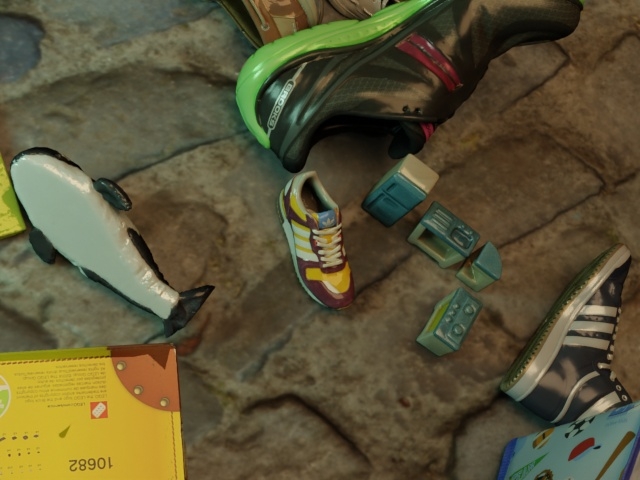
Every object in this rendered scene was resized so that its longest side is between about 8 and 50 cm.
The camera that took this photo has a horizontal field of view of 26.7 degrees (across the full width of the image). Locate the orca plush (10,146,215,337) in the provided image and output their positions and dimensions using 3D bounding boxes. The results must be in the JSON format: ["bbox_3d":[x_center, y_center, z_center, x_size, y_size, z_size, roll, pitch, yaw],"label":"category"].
[{"bbox_3d":[-0.251,-0.019,1.662,0.287,0.151,0.102,33,31,-5],"label":"orca plush"}]

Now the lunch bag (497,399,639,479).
[{"bbox_3d":[0.323,0.421,1.607,0.239,0.328,0.385,35,60,-9],"label":"lunch bag"}]

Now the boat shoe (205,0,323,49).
[{"bbox_3d":[-0.141,-0.383,1.830,0.324,0.123,0.116,44,73,9],"label":"boat shoe"}]

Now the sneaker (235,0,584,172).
[{"bbox_3d":[0.132,-0.221,1.816,0.483,0.185,0.202,-21,82,-2],"label":"sneaker"}]

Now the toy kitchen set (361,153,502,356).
[{"bbox_3d":[0.138,0.024,1.791,0.207,0.122,0.166,37,62,-6],"label":"toy kitchen set"}]

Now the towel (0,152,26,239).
[{"bbox_3d":[-0.448,-0.105,1.659,0.102,0.021,0.237,-18,80,-21],"label":"towel"}]

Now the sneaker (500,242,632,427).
[{"bbox_3d":[0.382,0.145,1.858,0.153,0.099,0.282,39,68,1],"label":"sneaker"}]

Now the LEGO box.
[{"bbox_3d":[-0.390,0.231,1.298,0.500,0.372,0.193,-3,78,-11],"label":"LEGO box"}]

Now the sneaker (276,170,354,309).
[{"bbox_3d":[0.000,0.000,1.765,0.069,0.084,0.185,-20,79,-27],"label":"sneaker"}]

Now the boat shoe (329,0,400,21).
[{"bbox_3d":[0.084,-0.334,1.934,0.184,0.063,0.066,43,61,-3],"label":"boat shoe"}]
